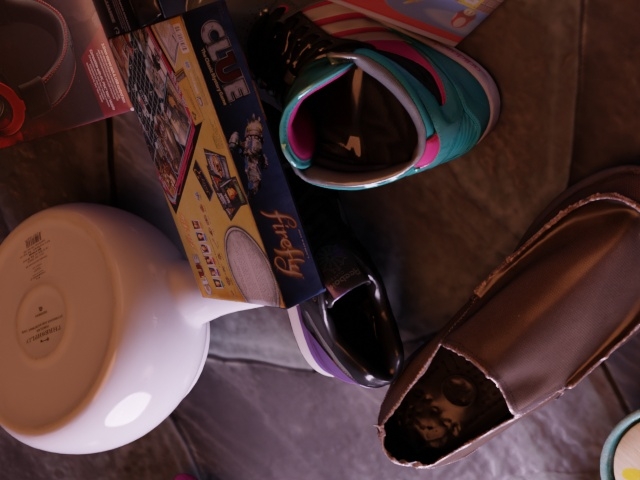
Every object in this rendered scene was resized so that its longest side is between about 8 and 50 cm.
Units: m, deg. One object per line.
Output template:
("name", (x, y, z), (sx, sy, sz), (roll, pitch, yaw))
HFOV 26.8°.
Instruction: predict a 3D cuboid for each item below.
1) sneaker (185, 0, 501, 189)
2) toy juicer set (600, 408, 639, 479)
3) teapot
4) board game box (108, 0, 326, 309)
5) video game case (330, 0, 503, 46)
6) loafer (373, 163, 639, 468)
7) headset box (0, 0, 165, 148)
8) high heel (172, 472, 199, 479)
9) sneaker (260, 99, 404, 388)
("sneaker", (-0.011, -0.134, 1.109), (0.295, 0.178, 0.124), (24, 118, 14))
("toy juicer set", (0.341, 0.215, 1.143), (0.209, 0.089, 0.329), (29, 117, 14))
("teapot", (-0.201, 0.091, 1.291), (0.256, 0.187, 0.253), (29, 99, 38))
("board game box", (-0.089, -0.067, 1.107), (0.165, 0.042, 0.243), (3, 115, 61))
("video game case", (0.132, -0.264, 0.993), (0.285, 0.204, 0.025), (-41, 57, 31))
("loafer", (0.179, 0.089, 1.143), (0.134, 0.130, 0.366), (41, 121, 4))
("headset box", (-0.274, -0.206, 1.236), (0.293, 0.110, 0.218), (-12, 105, 27))
("high heel", (-0.136, 0.427, 1.460), (0.181, 0.127, 0.377), (49, 130, 33))
("sneaker", (0.000, 0.000, 1.176), (0.107, 0.124, 0.283), (-32, 105, -14))
